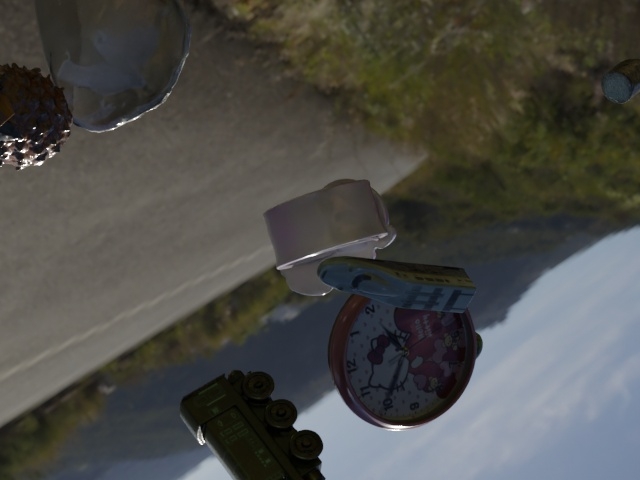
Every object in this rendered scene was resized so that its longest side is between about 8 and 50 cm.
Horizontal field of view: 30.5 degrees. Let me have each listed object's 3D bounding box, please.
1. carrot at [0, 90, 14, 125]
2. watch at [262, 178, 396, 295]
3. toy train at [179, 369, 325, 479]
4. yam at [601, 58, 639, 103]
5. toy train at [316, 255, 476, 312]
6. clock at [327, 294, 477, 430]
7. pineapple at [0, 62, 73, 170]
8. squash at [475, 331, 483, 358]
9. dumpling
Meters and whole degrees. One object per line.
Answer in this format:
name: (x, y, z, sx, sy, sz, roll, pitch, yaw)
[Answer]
carrot: (-0.390, -0.187, 1.227, 0.042, 0.170, 0.042, -39, -169, 9)
watch: (0.000, 0.000, 2.057, 0.244, 0.196, 0.231, -20, 176, 21)
toy train: (-0.094, 0.290, 1.708, 0.137, 0.225, 0.090, -28, 149, -24)
yam: (0.352, -0.184, 1.350, 0.043, 0.043, 0.094, -37, 178, 37)
toy train: (0.101, 0.059, 1.574, 0.234, 0.051, 0.052, 7, 124, -34)
clock: (0.126, 0.163, 1.747, 0.244, 0.244, 0.056, -34, -162, -17)
pineapple: (-0.484, -0.190, 1.617, 0.165, 0.165, 0.364, -36, 167, 11)
squash: (0.193, 0.228, 2.014, 0.066, 0.066, 0.252, -33, 168, -46)
dumpling: (-0.340, -0.374, 1.927, 0.260, 0.341, 0.181, -13, 147, 15)
